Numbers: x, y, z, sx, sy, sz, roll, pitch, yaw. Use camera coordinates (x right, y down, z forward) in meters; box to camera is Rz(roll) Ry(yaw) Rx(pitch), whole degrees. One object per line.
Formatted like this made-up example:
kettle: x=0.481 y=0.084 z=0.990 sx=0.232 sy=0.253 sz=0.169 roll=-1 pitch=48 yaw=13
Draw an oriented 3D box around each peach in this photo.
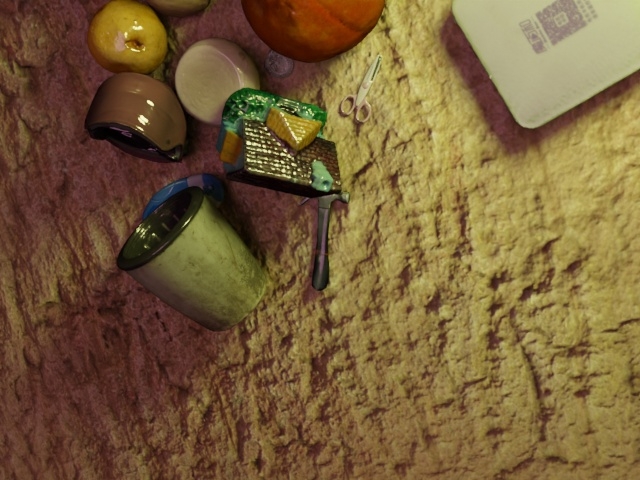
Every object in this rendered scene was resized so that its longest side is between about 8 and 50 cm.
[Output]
peach: x=-0.024 y=-0.584 z=1.581 sx=0.343 sy=0.302 sz=0.342 roll=5 pitch=105 yaw=17

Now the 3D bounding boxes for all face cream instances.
face cream: x=-0.387 y=-0.103 z=1.950 sx=0.264 sy=0.083 sz=0.149 roll=-29 pitch=100 yaw=24

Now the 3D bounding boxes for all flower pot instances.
flower pot: x=-0.330 y=0.069 z=1.836 sx=0.294 sy=0.293 sz=0.330 roll=-27 pitch=119 yaw=24

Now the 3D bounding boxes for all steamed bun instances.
steamed bun: x=-0.259 y=-0.417 z=1.792 sx=0.232 sy=0.145 sz=0.231 roll=8 pitch=114 yaw=19

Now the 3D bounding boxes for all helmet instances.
helmet: x=-0.481 y=-0.336 z=1.838 sx=0.271 sy=0.338 sz=0.197 roll=14 pitch=87 yaw=1

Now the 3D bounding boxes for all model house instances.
model house: x=-0.094 y=-0.217 z=1.672 sx=0.281 sy=0.248 sz=0.229 roll=9 pitch=111 yaw=-24

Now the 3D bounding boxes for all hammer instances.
hammer: x=0.000 y=0.000 z=1.861 sx=0.137 sy=0.037 sz=0.289 roll=10 pitch=106 yaw=17

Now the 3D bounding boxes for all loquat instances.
loquat: x=-0.515 y=-0.539 z=1.823 sx=0.208 sy=0.208 sz=0.207 roll=5 pitch=105 yaw=19

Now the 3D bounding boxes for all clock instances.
clock: x=-0.109 y=-0.466 z=1.799 sx=0.083 sy=0.010 sz=0.074 roll=29 pitch=111 yaw=10

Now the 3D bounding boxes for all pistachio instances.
pistachio: x=-0.382 y=-0.651 z=1.804 sx=0.186 sy=0.108 sz=0.126 roll=6 pitch=128 yaw=11

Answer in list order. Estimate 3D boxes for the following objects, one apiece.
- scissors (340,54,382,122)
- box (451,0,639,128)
scissors: x=0.115 y=-0.388 z=1.731 sx=0.085 sy=0.022 sz=0.176 roll=32 pitch=115 yaw=13
box: x=0.527 y=-0.483 z=1.524 sx=0.373 sy=0.090 sz=0.367 roll=-30 pitch=91 yaw=24
